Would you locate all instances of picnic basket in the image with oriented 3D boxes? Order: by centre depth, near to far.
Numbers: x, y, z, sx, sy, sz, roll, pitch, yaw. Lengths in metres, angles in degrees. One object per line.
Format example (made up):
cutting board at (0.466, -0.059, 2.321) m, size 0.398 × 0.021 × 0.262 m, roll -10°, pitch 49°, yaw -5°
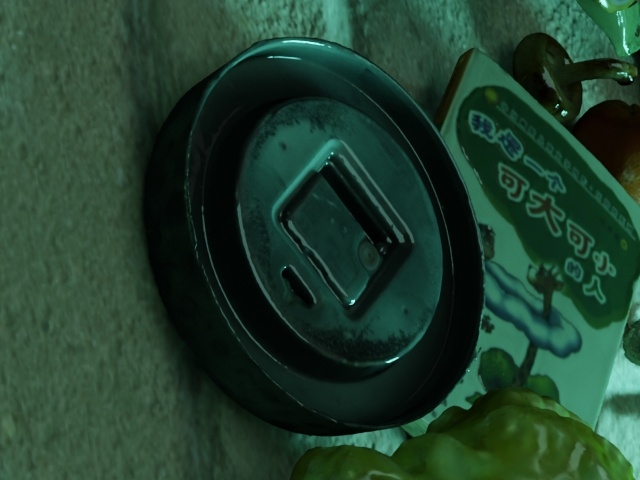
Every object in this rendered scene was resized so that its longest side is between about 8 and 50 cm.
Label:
picnic basket at (0.332, 0.092, 1.906) m, size 0.083 × 0.065 × 0.083 m, roll -46°, pitch 129°, yaw -46°

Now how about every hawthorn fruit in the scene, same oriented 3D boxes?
hawthorn fruit at (0.294, -0.077, 1.895) m, size 0.125 × 0.140 × 0.125 m, roll 34°, pitch 22°, yaw -16°

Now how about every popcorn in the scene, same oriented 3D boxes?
popcorn at (0.099, 0.236, 1.407) m, size 0.276 × 0.225 × 0.277 m, roll -3°, pitch 96°, yaw -30°

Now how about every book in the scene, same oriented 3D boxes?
book at (0.162, 0.042, 1.683) m, size 0.260 × 0.043 × 0.371 m, roll 42°, pitch 49°, yaw -24°

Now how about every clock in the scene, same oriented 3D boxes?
clock at (0.001, -0.001, 1.480) m, size 0.312 × 0.061 × 0.313 m, roll 18°, pitch 62°, yaw -38°

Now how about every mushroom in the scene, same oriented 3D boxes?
mushroom at (0.241, -0.152, 1.876) m, size 0.129 × 0.073 × 0.088 m, roll 5°, pitch 51°, yaw -16°

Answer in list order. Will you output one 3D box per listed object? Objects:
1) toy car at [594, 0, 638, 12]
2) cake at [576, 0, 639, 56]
toy car at (0.166, -0.341, 1.675) m, size 0.336 × 0.242 × 0.226 m, roll 4°, pitch 107°, yaw -51°
cake at (0.258, -0.339, 1.972) m, size 0.158 × 0.172 × 0.284 m, roll -46°, pitch 136°, yaw -37°
